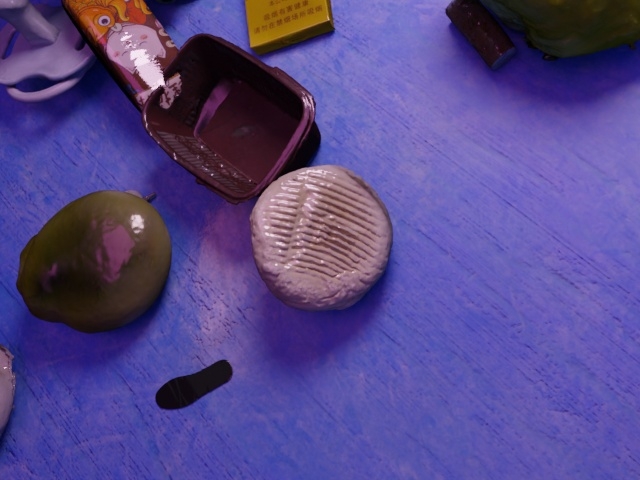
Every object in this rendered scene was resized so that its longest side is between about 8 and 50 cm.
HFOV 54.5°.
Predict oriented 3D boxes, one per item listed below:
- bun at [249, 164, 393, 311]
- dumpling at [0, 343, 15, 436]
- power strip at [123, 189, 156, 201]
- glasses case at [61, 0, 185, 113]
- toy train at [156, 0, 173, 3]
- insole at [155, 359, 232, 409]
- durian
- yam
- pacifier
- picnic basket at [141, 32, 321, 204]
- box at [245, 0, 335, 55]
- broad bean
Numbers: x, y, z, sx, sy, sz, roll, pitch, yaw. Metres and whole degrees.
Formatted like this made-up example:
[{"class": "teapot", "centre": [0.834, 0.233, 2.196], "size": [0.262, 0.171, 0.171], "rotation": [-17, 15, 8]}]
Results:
[{"class": "bun", "centre": [0.000, 0.000, 0.937], "size": [0.221, 0.134, 0.220], "rotation": [1, 87, -11]}, {"class": "dumpling", "centre": [-0.644, 0.294, 1.097], "size": [0.142, 0.173, 0.246], "rotation": [-11, 66, 49]}, {"class": "power strip", "centre": [-0.406, -0.018, 1.149], "size": [0.253, 0.027, 0.060], "rotation": [-34, 69, 10]}, {"class": "glasses case", "centre": [-0.344, -0.357, 1.126], "size": [0.122, 0.082, 0.321], "rotation": [-35, 86, -27]}, {"class": "toy train", "centre": [-0.288, -0.626, 1.185], "size": [0.237, 0.150, 0.368], "rotation": [-21, 73, 8]}, {"class": "insole", "centre": [-0.211, 0.240, 1.034], "size": [0.153, 0.002, 0.053], "rotation": [-29, 70, 12]}, {"class": "durian", "centre": [0.303, -0.383, 0.850], "size": [0.256, 0.340, 0.204], "rotation": [16, 84, 51]}, {"class": "yam", "centre": [0.250, -0.326, 0.964], "size": [0.054, 0.054, 0.132], "rotation": [-34, 70, 10]}, {"class": "pacifier", "centre": [-0.554, -0.399, 1.179], "size": [0.288, 0.225, 0.238], "rotation": [3, 65, 24]}, {"class": "picnic basket", "centre": [-0.135, -0.187, 1.033], "size": [0.297, 0.129, 0.222], "rotation": [37, 94, 24]}, {"class": "box", "centre": [-0.067, -0.483, 1.124], "size": [0.153, 0.041, 0.278], "rotation": [-13, 74, 19]}, {"class": "broad bean", "centre": [-0.389, 0.043, 1.070], "size": [0.291, 0.119, 0.237], "rotation": [-31, 79, 9]}]
